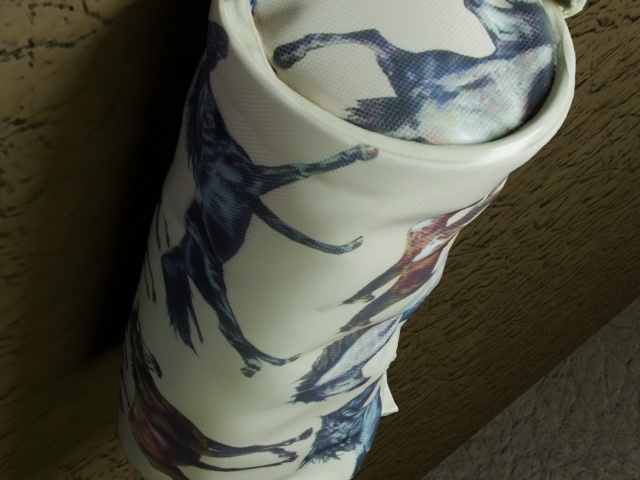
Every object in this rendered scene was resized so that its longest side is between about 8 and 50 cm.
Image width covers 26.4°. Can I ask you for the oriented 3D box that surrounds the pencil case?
[{"bbox_3d":[0.000,0.000,0.731,0.183,0.160,0.410,-21,154,-27],"label":"pencil case"}]
